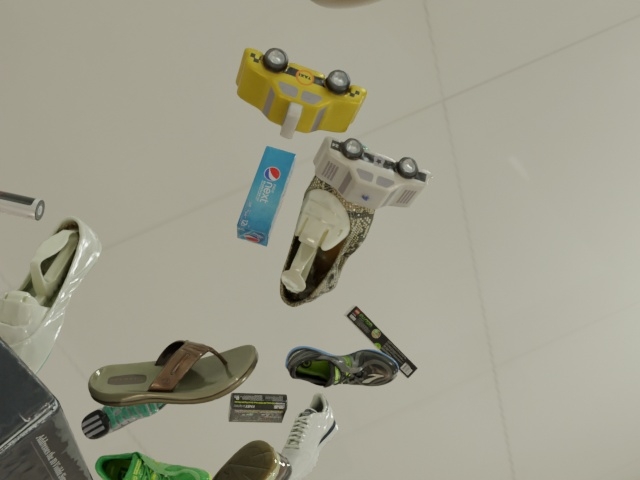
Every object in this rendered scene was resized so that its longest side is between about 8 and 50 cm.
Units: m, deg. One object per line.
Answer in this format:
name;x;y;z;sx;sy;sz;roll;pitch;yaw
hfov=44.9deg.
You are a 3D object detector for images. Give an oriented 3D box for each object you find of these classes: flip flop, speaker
flip flop;-0.238;0.203;1.246;0.112;0.276;0.080;-93;178;-65
speaker;-0.751;-0.088;1.896;0.055;0.136;0.055;13;90;-87

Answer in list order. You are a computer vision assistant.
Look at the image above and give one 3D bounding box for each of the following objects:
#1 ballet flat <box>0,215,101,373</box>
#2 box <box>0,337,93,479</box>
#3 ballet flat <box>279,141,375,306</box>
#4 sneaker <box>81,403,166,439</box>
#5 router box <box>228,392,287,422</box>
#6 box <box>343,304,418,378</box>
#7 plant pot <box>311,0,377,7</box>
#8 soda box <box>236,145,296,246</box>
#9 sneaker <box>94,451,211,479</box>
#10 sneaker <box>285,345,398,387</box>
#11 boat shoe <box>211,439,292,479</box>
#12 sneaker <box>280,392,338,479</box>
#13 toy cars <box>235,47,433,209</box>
ballet flat;-0.573;0.109;1.563;0.139;0.139;0.400;69;31;-44
box;-0.597;0.380;1.076;0.297;0.471;0.480;41;-30;20
ballet flat;0.000;0.000;1.704;0.164;0.182;0.483;37;-38;13
sneaker;-0.449;0.393;1.824;0.098;0.223;0.083;100;-34;-78
router box;-0.137;0.361;1.670;0.092;0.122;0.038;109;-18;-59
box;0.142;0.241;1.861;0.207;0.036;0.114;45;-4;1
plant pot;0.085;-0.570;1.541;0.254;0.237;0.237;45;-20;59
soda box;-0.118;-0.098;1.696;0.067;0.071;0.210;100;7;-66
sneaker;-0.395;0.557;1.795;0.123;0.295;0.110;62;35;-57
sneaker;0.034;0.217;1.277;0.078;0.188;0.067;-86;-179;-72
boat shoe;-0.122;0.339;0.940;0.073;0.223;0.080;43;3;-40
sneaker;-0.041;0.446;1.750;0.235;0.090;0.095;-50;135;-53
toy cars;0.021;-0.143;1.176;0.393;0.176;0.087;43;51;-42
